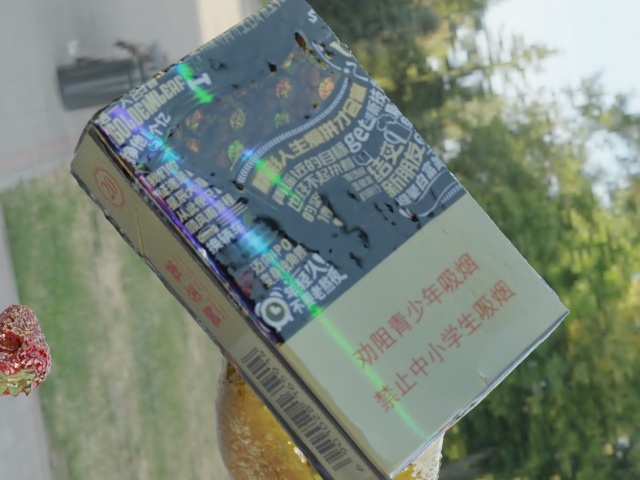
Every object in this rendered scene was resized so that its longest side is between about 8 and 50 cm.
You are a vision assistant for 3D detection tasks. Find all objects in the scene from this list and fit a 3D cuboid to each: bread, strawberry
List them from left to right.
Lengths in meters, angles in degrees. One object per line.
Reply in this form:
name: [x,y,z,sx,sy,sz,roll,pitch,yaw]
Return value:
strawberry: [-0.267,0.093,1.179,0.073,0.073,0.083,80,-1,-57]
bread: [0.013,0.148,1.168,0.176,0.195,0.246,-76,172,-46]

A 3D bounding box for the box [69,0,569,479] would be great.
box: [0.000,0.000,0.954,0.310,0.198,0.084,50,-28,3]
